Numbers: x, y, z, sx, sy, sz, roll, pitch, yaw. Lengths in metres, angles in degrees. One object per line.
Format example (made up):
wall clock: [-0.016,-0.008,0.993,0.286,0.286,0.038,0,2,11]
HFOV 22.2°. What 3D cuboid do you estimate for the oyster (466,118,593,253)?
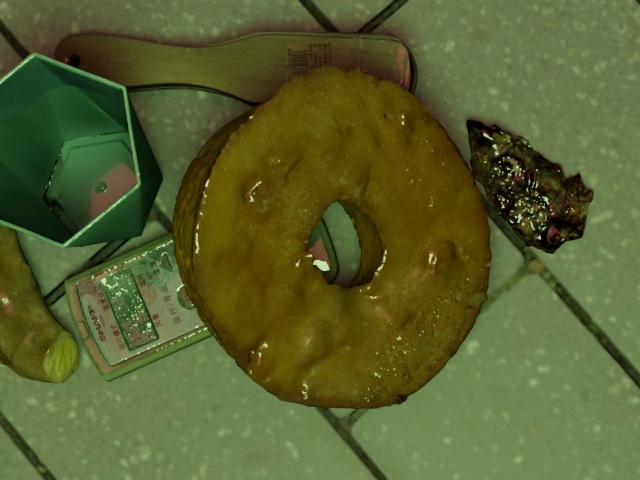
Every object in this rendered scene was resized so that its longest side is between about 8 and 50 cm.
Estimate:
oyster: [0.172,-0.046,1.403,0.132,0.029,0.086,25,86,5]

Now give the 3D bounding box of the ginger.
ginger: [-0.290,-0.010,1.410,0.118,0.065,0.299,-29,81,31]

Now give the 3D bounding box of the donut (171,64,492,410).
donut: [0.001,0.002,1.320,0.277,0.108,0.278,-1,91,-31]

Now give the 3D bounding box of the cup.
cup: [-0.199,-0.052,1.327,0.148,0.236,0.134,-36,83,-3]

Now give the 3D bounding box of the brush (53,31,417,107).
brush: [-0.073,-0.148,1.424,0.327,0.065,0.070,4,91,14]

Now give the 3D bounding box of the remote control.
remote control: [-0.102,0.034,1.410,0.233,0.038,0.098,-24,82,2]
